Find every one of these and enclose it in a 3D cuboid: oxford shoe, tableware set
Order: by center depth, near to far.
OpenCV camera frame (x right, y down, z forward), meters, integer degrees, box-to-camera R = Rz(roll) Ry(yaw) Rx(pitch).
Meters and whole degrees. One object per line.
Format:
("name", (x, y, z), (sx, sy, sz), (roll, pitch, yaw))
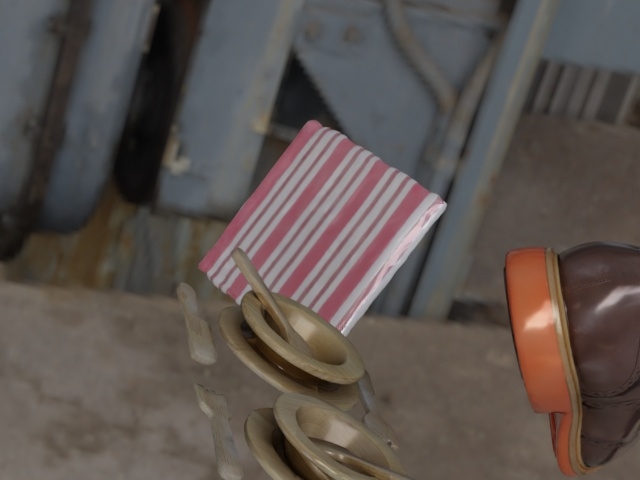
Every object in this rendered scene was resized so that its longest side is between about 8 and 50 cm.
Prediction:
("tableware set", (-0.001, 0.074, 0.938), (0.128, 0.039, 0.194), (26, 19, -22))
("oxford shoe", (0.166, 0.068, 1.015), (0.098, 0.097, 0.271), (-10, -17, 11))

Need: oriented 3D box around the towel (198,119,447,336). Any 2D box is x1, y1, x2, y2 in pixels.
("towel", (0.000, 0.000, 1.331), (0.029, 0.144, 0.197), (38, -1, -34))
